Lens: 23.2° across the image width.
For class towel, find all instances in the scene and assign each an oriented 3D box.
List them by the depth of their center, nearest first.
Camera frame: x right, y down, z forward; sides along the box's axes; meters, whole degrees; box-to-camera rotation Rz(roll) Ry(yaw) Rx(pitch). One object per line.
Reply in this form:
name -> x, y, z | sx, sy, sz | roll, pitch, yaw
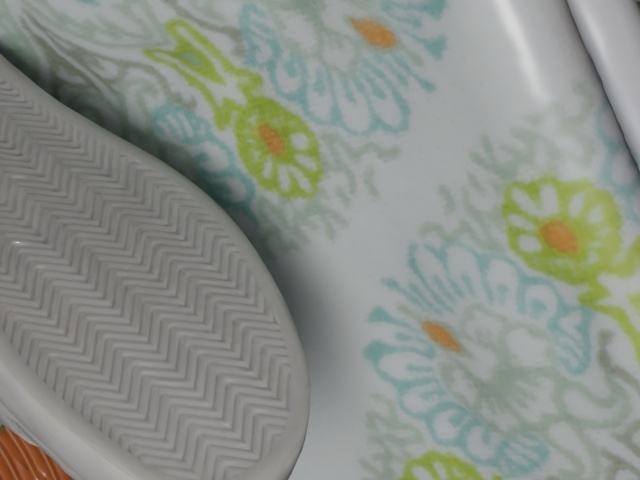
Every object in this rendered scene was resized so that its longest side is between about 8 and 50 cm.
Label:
towel -> 0.000, 0.000, 0.636 | 0.320, 0.090, 0.374 | -13, 109, 43

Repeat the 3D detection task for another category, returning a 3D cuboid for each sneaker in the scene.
sneaker -> -0.114, 0.041, 0.620 | 0.292, 0.108, 0.169 | 43, 142, 32

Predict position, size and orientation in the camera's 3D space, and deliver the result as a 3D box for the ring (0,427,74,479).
ring -> -0.266, 0.158, 0.770 | 0.337, 0.032, 0.336 | 2, 107, 6
